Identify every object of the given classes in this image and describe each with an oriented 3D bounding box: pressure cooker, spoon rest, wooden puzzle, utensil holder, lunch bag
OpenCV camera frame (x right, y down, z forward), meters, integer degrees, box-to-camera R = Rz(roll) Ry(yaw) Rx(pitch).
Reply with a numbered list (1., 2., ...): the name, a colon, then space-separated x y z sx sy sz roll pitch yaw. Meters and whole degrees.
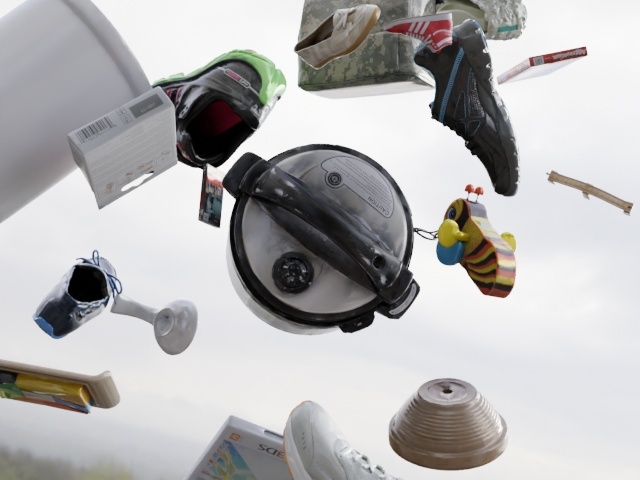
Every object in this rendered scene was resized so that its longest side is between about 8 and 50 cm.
1. pressure cooker: -0.002 0.006 1.861 0.370 0.375 0.420 -5 -9 -7
2. spoon rest: -0.385 0.187 2.232 0.276 0.137 0.084 16 -6 40
3. wooden puzzle: -0.461 0.245 1.552 0.238 0.044 0.221 6 -22 -4
4. utensil holder: -0.565 -0.262 1.806 0.327 0.385 0.327 43 -17 17
5. lunch bag: 0.108 -0.454 2.044 0.305 0.256 0.212 -2 0 27

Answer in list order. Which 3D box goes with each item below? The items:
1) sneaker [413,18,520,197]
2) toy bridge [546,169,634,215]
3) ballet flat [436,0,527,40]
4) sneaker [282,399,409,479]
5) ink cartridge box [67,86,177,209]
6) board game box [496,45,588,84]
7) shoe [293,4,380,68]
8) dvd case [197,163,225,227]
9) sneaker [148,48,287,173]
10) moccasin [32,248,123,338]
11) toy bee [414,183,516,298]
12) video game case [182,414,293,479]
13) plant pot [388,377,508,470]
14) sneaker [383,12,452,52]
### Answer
1. sneaker: 0.282 -0.234 1.751 0.139 0.341 0.125 -18 12 13
2. toy bridge: 0.549 -0.101 1.912 0.188 0.026 0.063 26 2 21
3. ballet flat: 0.298 -0.555 2.182 0.409 0.147 0.147 31 2 44
4. sneaker: 0.064 0.280 1.021 0.121 0.262 0.099 -37 -11 24
5. ink cartridge box: -0.358 -0.167 1.723 0.066 0.189 0.232 54 -18 11
6. board game box: 0.550 -0.436 2.342 0.145 0.027 0.281 -11 2 -5
7. shoe: 0.027 -0.376 1.709 0.058 0.076 0.219 28 -28 -26
8. dvd case: -0.224 -0.091 1.927 0.013 0.119 0.087 0 -10 19
9. sneaker: -0.282 -0.244 1.977 0.185 0.202 0.483 38 -40 -28
10. moccasin: -0.503 0.111 2.042 0.138 0.117 0.342 42 18 -12
11. toy bee: 0.288 -0.022 1.843 0.298 0.162 0.195 34 22 32
12. video game case: -0.130 0.527 1.978 0.300 0.036 0.329 25 -57 -16
13. plant pot: 0.251 0.345 1.844 0.237 0.110 0.237 -2 18 1
14. sneaker: 0.172 -0.354 1.616 0.118 0.067 0.042 -7 8 4
